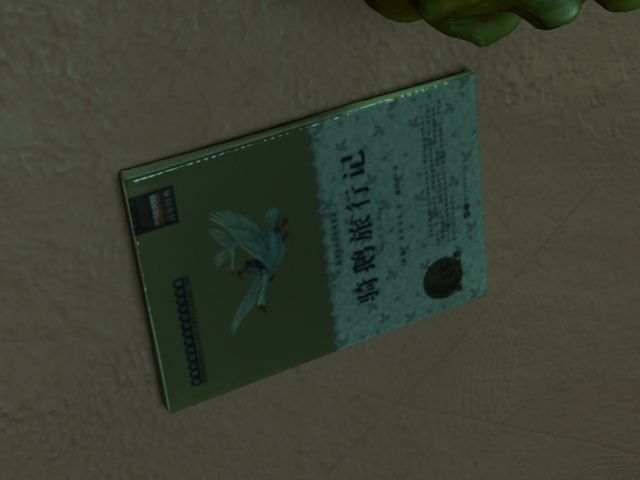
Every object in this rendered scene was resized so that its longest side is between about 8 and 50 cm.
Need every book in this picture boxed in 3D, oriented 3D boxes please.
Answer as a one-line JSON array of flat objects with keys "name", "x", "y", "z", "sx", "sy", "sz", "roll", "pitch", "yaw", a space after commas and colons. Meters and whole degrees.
[{"name": "book", "x": 0.000, "y": 0.000, "z": 1.057, "sx": 0.310, "sy": 0.021, "sz": 0.216, "roll": -19, "pitch": 122, "yaw": -21}]

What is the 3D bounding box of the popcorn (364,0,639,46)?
[{"name": "popcorn", "x": 0.109, "y": -0.292, "z": 0.820, "sx": 0.321, "sy": 0.290, "sz": 0.325, "roll": 22, "pitch": 120, "yaw": -38}]
